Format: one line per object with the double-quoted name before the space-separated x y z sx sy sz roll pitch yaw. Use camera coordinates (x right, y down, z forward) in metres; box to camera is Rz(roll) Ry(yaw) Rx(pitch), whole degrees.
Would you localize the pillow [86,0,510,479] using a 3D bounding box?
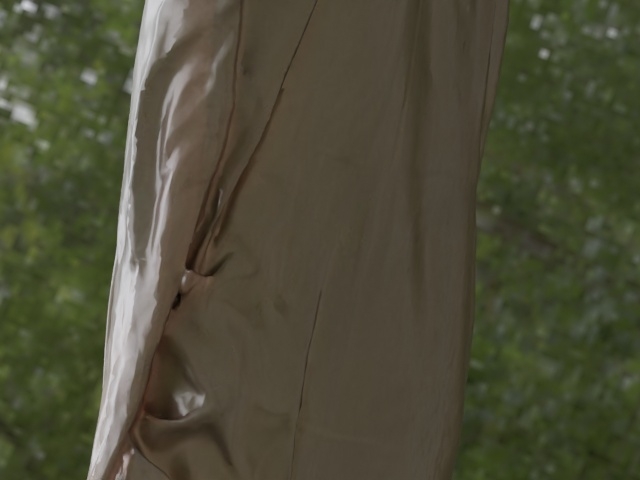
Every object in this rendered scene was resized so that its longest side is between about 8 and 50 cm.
"pillow" 0.000 0.000 0.539 0.173 0.067 0.270 8 -89 -61
